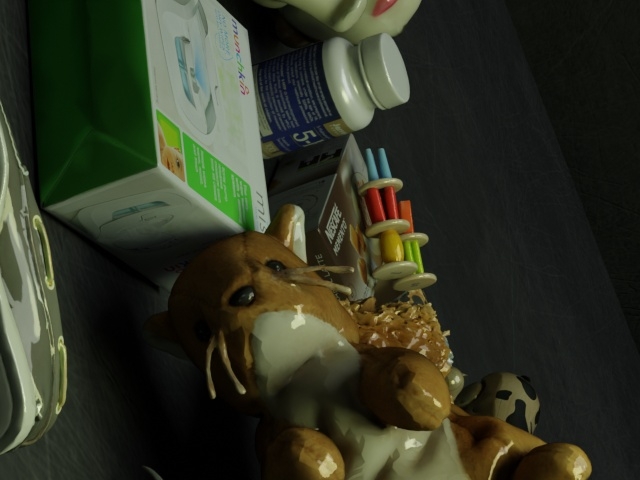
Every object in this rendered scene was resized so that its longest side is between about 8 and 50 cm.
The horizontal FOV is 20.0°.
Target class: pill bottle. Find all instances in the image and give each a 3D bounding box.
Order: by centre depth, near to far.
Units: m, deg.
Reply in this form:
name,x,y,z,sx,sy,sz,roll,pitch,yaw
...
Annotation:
name,x,y,z,sx,sy,sz,roll,pitch,yaw
pill bottle,0.001,-0.170,2.076,0.112,0.186,0.112,-17,90,-71

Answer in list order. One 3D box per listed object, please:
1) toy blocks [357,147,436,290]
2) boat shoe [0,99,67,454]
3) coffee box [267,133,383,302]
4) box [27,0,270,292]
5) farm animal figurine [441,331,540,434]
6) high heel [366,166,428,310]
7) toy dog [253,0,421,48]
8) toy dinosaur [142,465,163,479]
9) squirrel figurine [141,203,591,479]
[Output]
name,x,y,z,sx,sy,sz,roll,pitch,yaw
toy blocks,0.085,-0.025,2.089,0.123,0.054,0.148,31,47,-66
boat shoe,-0.254,0.006,1.342,0.091,0.109,0.305,-2,82,-71
coffee box,0.000,0.000,2.066,0.246,0.098,0.141,-70,139,-61
box,-0.159,-0.117,1.685,0.231,0.126,0.262,40,37,-55
farm animal figurine,0.226,0.283,2.228,0.330,0.172,0.327,40,32,-31
high heel,0.057,0.013,2.217,0.261,0.093,0.186,-101,168,-58
toy dog,-0.026,-0.385,2.132,0.395,0.284,0.408,31,-15,43
toy dinosaur,-0.074,0.349,1.520,0.160,0.121,0.314,-131,-152,-69
squirrel figurine,0.013,0.159,1.653,0.370,0.281,0.397,46,2,5
